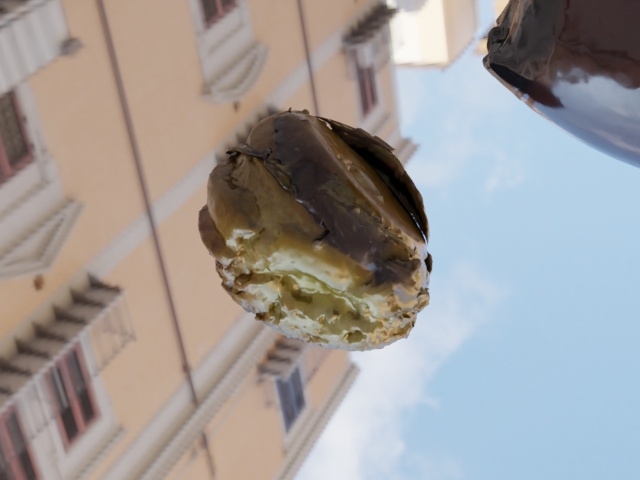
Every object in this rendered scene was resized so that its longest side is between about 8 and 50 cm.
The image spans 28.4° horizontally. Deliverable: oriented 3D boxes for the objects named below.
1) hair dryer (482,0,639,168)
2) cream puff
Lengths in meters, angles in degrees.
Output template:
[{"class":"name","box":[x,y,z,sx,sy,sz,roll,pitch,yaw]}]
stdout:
[{"class":"hair dryer","box":[0.207,-0.048,0.455,0.313,0.123,0.340,16,-165,9]},{"class":"cream puff","box":[0.000,0.000,0.641,0.104,0.133,0.119,-40,168,16]}]
